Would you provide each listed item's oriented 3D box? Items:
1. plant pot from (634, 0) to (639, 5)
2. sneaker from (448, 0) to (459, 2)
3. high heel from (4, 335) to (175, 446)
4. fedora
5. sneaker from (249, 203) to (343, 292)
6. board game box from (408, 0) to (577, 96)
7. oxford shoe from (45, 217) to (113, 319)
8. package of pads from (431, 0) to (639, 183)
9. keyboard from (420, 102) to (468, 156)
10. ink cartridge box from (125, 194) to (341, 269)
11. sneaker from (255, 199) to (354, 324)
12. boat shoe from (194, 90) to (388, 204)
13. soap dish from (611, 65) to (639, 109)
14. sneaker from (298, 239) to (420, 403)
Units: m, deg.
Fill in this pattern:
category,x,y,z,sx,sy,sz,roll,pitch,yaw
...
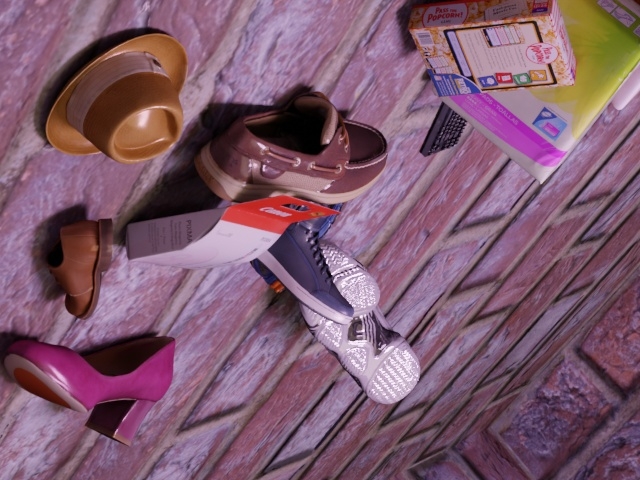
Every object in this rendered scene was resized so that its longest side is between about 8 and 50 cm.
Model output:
category,x,y,z,sx,sy,sz,roll,pitch,yaw
plant pot,0.452,-0.399,2.000,0.188,0.205,0.205,-48,164,-24
sneaker,0.197,-0.319,1.900,0.078,0.067,0.188,18,142,-23
high heel,-0.322,0.161,1.988,0.181,0.127,0.377,-65,160,-15
fedora,-0.206,-0.139,1.532,0.194,0.079,0.194,-35,160,-15
sneaker,-0.030,-0.032,2.068,0.221,0.087,0.083,-56,-175,-2
board game box,0.232,-0.260,1.864,0.193,0.045,0.147,-2,146,23
oxford shoe,-0.310,0.034,1.760,0.076,0.076,0.212,1,148,-15
package of pads,0.314,-0.260,1.978,0.101,0.229,0.296,-40,168,-46
keyboard,0.228,-0.206,2.237,0.108,0.023,0.180,-28,158,-30
ink cartridge box,-0.112,-0.006,1.848,0.232,0.066,0.189,-5,172,24
sneaker,-0.001,0.000,1.993,0.163,0.226,0.086,-46,-177,7
boat shoe,-0.011,-0.130,1.844,0.342,0.123,0.123,-6,143,-47
soap dish,0.536,-0.365,2.239,0.229,0.118,0.291,-41,168,-49
sneaker,0.027,0.115,2.410,0.137,0.210,0.366,-38,126,-6
